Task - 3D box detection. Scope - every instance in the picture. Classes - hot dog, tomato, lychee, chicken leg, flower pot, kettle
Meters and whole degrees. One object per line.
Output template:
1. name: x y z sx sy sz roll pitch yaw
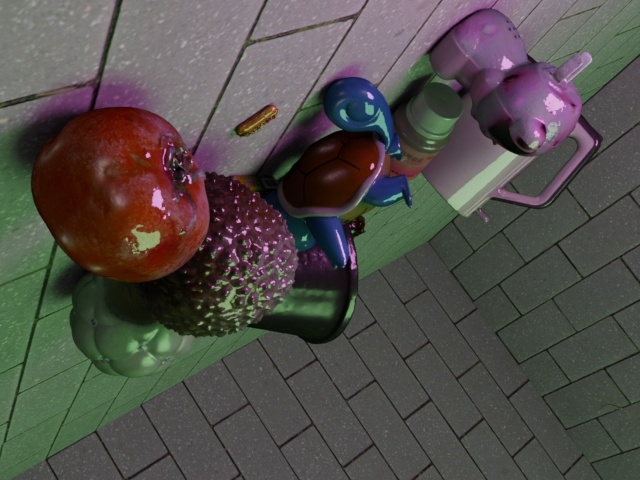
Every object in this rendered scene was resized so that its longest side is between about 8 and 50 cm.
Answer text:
1. hot dog: -0.105 -0.198 1.218 0.083 0.021 0.037 -36 168 2
2. tomato: -0.252 -0.052 0.920 0.189 0.231 0.232 -15 175 18
3. lychee: -0.184 0.020 1.222 0.300 0.300 0.300 -33 169 -7
4. chicken leg: 0.000 0.000 2.219 0.305 0.093 0.113 -29 -173 -2
5. flower pot: -0.110 0.080 1.684 0.251 0.379 0.379 -5 153 -35
6. kettle: 0.460 -0.231 1.812 0.377 0.361 0.250 -41 164 16
7. flower pot: -0.353 0.139 1.377 0.246 0.246 0.195 -27 162 -34

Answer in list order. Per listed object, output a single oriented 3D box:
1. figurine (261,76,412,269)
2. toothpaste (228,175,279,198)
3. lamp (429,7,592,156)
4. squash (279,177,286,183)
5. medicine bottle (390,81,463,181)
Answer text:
1. figurine: 0.045 -0.111 1.409 0.243 0.297 0.416 17 129 -25
2. toothpaste: -0.141 -0.106 1.467 0.043 0.037 0.178 -41 167 21
3. lamp: 0.393 -0.319 1.429 0.247 0.301 0.247 -42 167 35
4. squash: -0.018 -0.142 1.598 0.229 0.066 0.066 -36 169 9
5. medicine bottle: 0.219 -0.247 1.653 0.147 0.147 0.247 -28 167 -32
